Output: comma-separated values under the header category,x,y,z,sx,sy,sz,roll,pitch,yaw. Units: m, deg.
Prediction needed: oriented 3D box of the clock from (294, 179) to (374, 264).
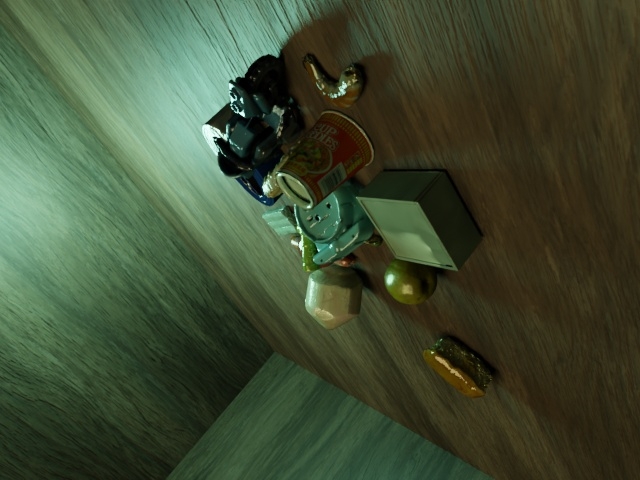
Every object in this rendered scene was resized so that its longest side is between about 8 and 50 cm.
category,x,y,z,sx,sy,sz,roll,pitch,yaw
clock,0.018,-0.084,1.693,0.224,0.094,0.274,-41,71,41

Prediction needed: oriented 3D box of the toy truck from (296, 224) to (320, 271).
category,x,y,z,sx,sy,sz,roll,pitch,yaw
toy truck,0.003,-0.021,1.863,0.148,0.211,0.186,13,128,55

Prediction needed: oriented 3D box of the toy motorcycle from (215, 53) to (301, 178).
category,x,y,z,sx,sy,sz,roll,pitch,yaw
toy motorcycle,-0.180,-0.301,1.567,0.172,0.232,0.416,41,159,13

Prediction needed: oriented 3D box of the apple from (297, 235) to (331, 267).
category,x,y,z,sx,sy,sz,roll,pitch,yaw
apple,-0.008,0.026,2.029,0.153,0.120,0.153,33,-165,-10

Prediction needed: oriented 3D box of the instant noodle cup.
category,x,y,z,sx,sy,sz,roll,pitch,yaw
instant noodle cup,0.000,-0.192,1.492,0.193,0.212,0.193,36,159,16

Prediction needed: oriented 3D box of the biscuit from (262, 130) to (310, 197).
category,x,y,z,sx,sy,sz,roll,pitch,yaw
biscuit,-0.095,-0.195,1.695,0.084,0.179,0.281,44,159,-4

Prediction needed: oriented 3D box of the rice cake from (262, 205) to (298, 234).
category,x,y,z,sx,sy,sz,roll,pitch,yaw
rice cake,-0.148,-0.072,2.226,0.124,0.038,0.211,50,158,-20

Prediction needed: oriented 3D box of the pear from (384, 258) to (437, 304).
category,x,y,z,sx,sy,sz,roll,pitch,yaw
pear,0.265,0.113,1.719,0.148,0.149,0.162,51,165,-22

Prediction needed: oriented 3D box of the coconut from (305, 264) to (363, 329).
category,x,y,z,sx,sy,sz,roll,pitch,yaw
coconut,0.047,0.211,2.148,0.224,0.224,0.233,22,116,42

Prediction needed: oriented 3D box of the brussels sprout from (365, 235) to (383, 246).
category,x,y,z,sx,sy,sz,roll,pitch,yaw
brussels sprout,0.154,-0.004,1.824,0.083,0.046,0.051,30,163,26

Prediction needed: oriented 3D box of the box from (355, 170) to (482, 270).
category,x,y,z,sx,sy,sz,roll,pitch,yaw
box,0.245,-0.059,1.462,0.225,0.117,0.225,11,143,54

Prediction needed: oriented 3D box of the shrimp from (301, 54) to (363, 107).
category,x,y,z,sx,sy,sz,roll,pitch,yaw
shrimp,0.026,-0.379,1.330,0.166,0.049,0.161,49,161,3

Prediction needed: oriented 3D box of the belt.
category,x,y,z,sx,sy,sz,roll,pitch,yaw
belt,-0.227,-0.267,1.876,0.212,0.117,0.346,15,147,53

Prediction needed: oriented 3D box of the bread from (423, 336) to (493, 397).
category,x,y,z,sx,sy,sz,roll,pitch,yaw
bread,0.475,0.440,2.033,0.246,0.121,0.174,38,158,4

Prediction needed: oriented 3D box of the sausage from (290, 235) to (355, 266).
category,x,y,z,sx,sy,sz,roll,pitch,yaw
sausage,0.000,0.038,2.162,0.348,0.053,0.053,19,150,45
